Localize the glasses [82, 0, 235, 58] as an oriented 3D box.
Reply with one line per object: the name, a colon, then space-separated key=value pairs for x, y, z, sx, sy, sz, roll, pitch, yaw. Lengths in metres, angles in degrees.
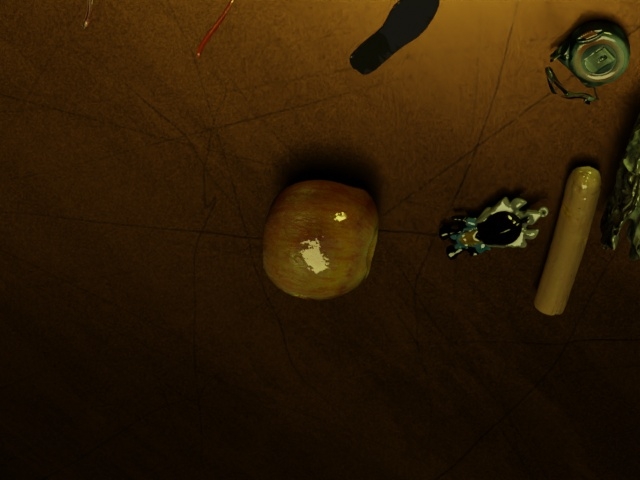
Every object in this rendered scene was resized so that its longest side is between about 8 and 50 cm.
glasses: x=-0.212 y=-0.409 z=1.641 sx=0.234 sy=0.268 sz=0.118 roll=16 pitch=146 yaw=-5

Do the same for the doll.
doll: x=0.303 y=-0.021 z=1.967 sx=0.195 sy=0.070 sz=0.096 roll=-19 pitch=105 yaw=26

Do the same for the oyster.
oyster: x=0.539 y=-0.111 z=1.800 sx=0.158 sy=0.162 sz=0.351 roll=6 pitch=132 yaw=-22

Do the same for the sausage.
sausage: x=0.428 y=0.001 z=1.966 sx=0.066 sy=0.065 sz=0.301 roll=10 pitch=128 yaw=1

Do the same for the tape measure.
tape measure: x=0.409 y=-0.262 z=1.712 sx=0.104 sy=0.180 sz=0.107 roll=46 pitch=122 yaw=-5

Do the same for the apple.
apple: x=0.000 y=0.000 z=1.942 sx=0.188 sy=0.211 sz=0.211 roll=10 pitch=128 yaw=11

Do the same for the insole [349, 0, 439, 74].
insole: x=0.118 y=-0.330 z=1.803 sx=0.064 sy=0.004 sz=0.188 roll=38 pitch=123 yaw=-18
